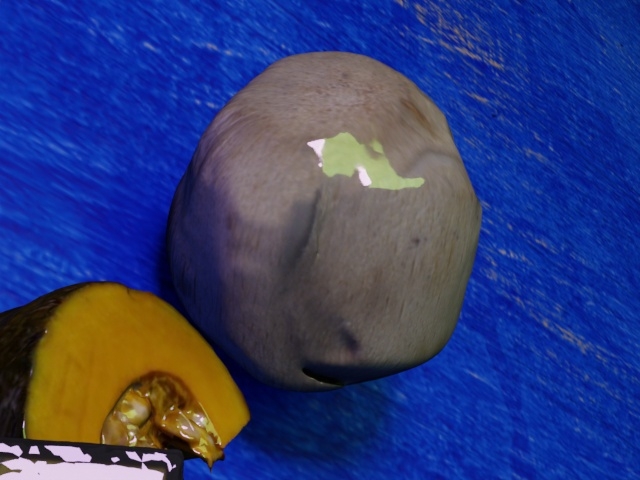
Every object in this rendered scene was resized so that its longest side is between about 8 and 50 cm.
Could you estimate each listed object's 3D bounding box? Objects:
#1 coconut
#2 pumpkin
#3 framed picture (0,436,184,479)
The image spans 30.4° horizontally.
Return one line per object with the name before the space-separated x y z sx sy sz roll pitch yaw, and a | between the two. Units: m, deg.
coconut | 0.000 0.000 0.746 0.224 0.224 0.224 32 41 -33
pumpkin | -0.146 0.112 0.519 0.126 0.130 0.248 59 28 -13
framed picture | -0.202 0.167 0.367 0.323 0.013 0.244 8 54 -17
